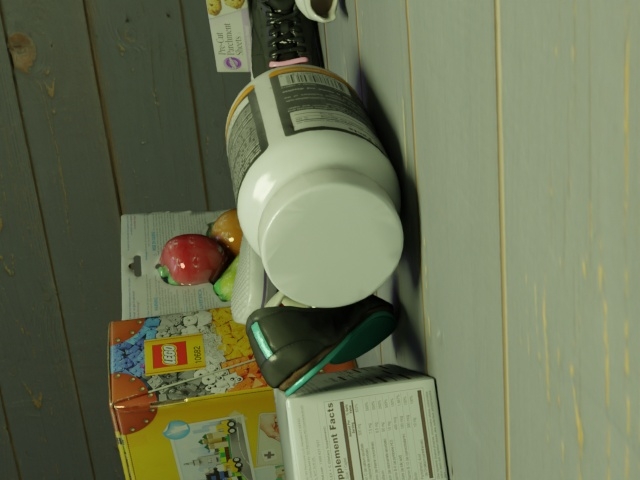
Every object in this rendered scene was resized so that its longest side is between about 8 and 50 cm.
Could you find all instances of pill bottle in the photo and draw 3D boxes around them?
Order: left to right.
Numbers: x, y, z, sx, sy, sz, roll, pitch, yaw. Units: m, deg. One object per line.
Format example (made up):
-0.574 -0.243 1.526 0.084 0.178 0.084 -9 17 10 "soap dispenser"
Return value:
-0.008 -0.060 1.107 0.278 0.162 0.162 -106 10 -59 "pill bottle"

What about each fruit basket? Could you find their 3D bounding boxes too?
-0.170 0.045 1.924 0.327 0.353 0.165 -107 12 -54 "fruit basket"

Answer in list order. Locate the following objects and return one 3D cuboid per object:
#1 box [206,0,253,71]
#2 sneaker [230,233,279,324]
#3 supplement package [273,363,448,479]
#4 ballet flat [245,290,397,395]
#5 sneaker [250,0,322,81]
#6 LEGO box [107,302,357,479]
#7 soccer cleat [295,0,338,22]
-0.134 -0.377 1.591 0.324 0.067 0.063 88 -175 -55 "box"
-0.033 0.036 1.515 0.282 0.161 0.102 -84 14 -61 "sneaker"
0.038 0.244 1.142 0.262 0.145 0.204 143 120 -84 "supplement package"
0.004 0.080 1.114 0.096 0.095 0.280 50 -164 10 "ballet flat"
-0.057 -0.311 1.544 0.147 0.105 0.295 82 -178 -61 "sneaker"
-0.129 0.356 1.823 0.193 0.373 0.500 -104 9 -52 "LEGO box"
-0.004 -0.341 1.234 0.076 0.068 0.196 -130 28 -51 "soccer cleat"
